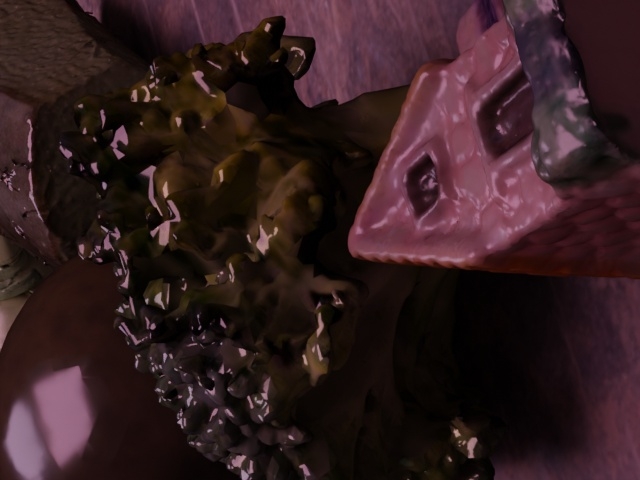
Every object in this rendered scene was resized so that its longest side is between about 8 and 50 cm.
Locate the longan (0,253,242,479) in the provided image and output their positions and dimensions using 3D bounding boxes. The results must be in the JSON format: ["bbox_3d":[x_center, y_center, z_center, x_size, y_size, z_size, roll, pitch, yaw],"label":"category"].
[{"bbox_3d":[-0.137,0.116,1.450,0.248,0.248,0.248,12,104,58],"label":"longan"}]

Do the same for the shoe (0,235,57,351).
[{"bbox_3d":[-0.299,-0.001,1.782,0.140,0.128,0.262,-7,77,32],"label":"shoe"}]

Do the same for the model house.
[{"bbox_3d":[0.124,-0.088,1.007,0.237,0.202,0.237,-43,57,52],"label":"model house"}]

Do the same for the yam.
[{"bbox_3d":[-0.206,-0.081,1.595,0.271,0.202,0.201,20,132,56],"label":"yam"}]

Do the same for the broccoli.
[{"bbox_3d":[-0.017,0.018,1.207,0.324,0.334,0.272,17,74,38],"label":"broccoli"}]
